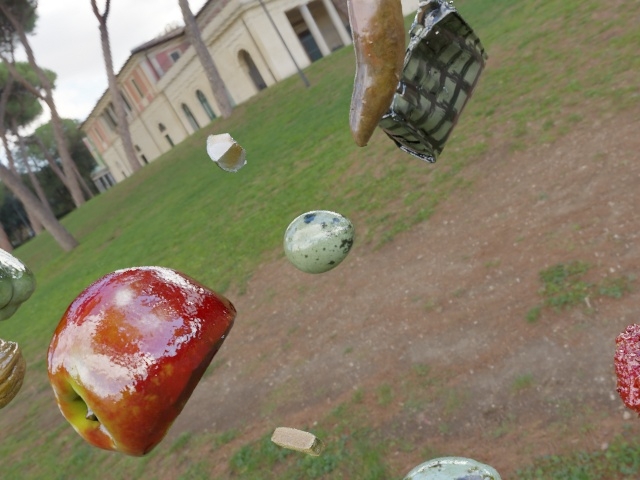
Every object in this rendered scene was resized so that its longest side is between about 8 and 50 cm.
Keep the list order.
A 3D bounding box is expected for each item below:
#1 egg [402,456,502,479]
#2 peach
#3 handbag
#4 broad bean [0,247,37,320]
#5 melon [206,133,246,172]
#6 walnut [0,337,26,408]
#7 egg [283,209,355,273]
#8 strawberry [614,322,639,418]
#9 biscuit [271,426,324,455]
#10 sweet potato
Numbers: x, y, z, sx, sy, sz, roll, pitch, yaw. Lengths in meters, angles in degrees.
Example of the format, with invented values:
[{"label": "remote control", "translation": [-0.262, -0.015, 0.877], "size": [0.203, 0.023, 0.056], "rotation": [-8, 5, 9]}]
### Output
[{"label": "egg", "translation": [0.266, 0.536, 1.166], "size": [0.231, 0.169, 0.169], "rotation": [-29, 12, 6]}, {"label": "peach", "translation": [-0.245, 0.153, 0.816], "size": [0.249, 0.245, 0.274], "rotation": [-17, 18, 37]}, {"label": "handbag", "translation": [0.263, -0.391, 1.392], "size": [0.327, 0.163, 0.325], "rotation": [17, -79, -60]}, {"label": "broad bean", "translation": [-0.541, 0.044, 0.856], "size": [0.100, 0.169, 0.228], "rotation": [-49, -15, -7]}, {"label": "melon", "translation": [-0.306, -0.296, 1.820], "size": [0.093, 0.139, 0.202], "rotation": [-48, -10, 12]}, {"label": "walnut", "translation": [-0.495, 0.200, 0.840], "size": [0.105, 0.105, 0.124], "rotation": [-25, 22, 21]}, {"label": "egg", "translation": [0.000, 0.000, 1.569], "size": [0.228, 0.177, 0.177], "rotation": [-24, 13, 42]}, {"label": "strawberry", "translation": [0.702, 0.265, 1.214], "size": [0.174, 0.098, 0.228], "rotation": [116, 162, -56]}, {"label": "biscuit", "translation": [-0.064, 0.557, 1.560], "size": [0.188, 0.056, 0.052], "rotation": [-12, 40, 52]}, {"label": "sweet potato", "translation": [0.094, -0.303, 0.952], "size": [0.098, 0.291, 0.097], "rotation": [-1, 21, 1]}]
